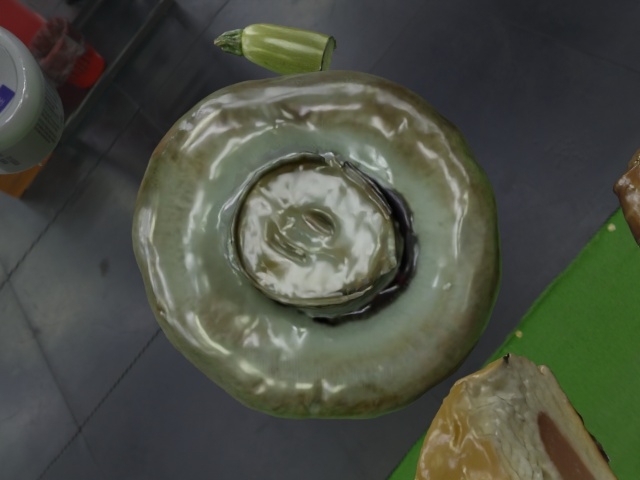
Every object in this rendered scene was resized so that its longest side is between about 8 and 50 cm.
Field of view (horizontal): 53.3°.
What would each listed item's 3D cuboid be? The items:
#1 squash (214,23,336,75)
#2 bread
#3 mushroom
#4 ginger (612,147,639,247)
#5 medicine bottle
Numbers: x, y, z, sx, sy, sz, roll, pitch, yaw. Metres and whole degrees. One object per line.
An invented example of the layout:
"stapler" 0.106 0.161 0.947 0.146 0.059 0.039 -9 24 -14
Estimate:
"squash" -0.091 -0.443 1.455 0.137 0.288 0.137 -47 35 49
"bread" 0.233 0.235 0.681 0.224 0.184 0.211 10 102 46
"mushroom" 0.000 0.000 0.609 0.352 0.260 0.352 0 86 -4
"ginger" 0.570 0.026 0.853 0.254 0.176 0.418 132 126 -59
"medicine bottle" -0.356 -0.143 0.696 0.135 0.135 0.215 -64 9 -8
